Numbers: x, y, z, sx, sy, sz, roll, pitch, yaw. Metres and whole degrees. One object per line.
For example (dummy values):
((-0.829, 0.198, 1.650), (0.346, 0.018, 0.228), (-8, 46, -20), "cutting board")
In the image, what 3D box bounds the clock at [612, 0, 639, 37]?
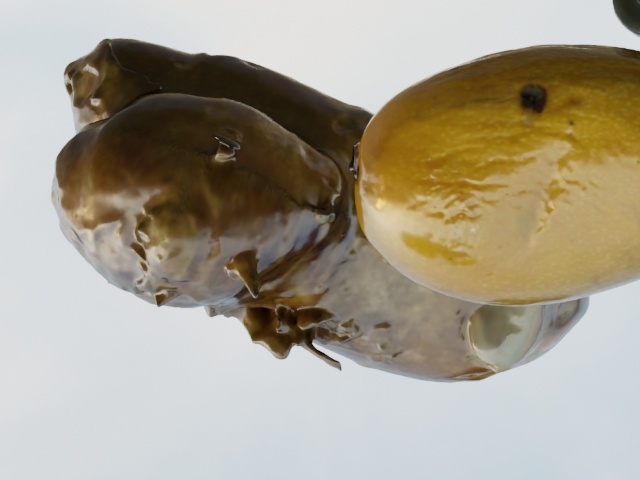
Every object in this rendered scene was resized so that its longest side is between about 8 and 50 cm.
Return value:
((0.362, -0.255, 1.304), (0.279, 0.273, 0.049), (14, -179, 29), "clock")

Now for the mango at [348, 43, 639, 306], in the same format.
((0.147, -0.037, 1.080), (0.262, 0.157, 0.109), (1, -160, 4), "mango")

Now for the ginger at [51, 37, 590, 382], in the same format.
((0.000, 0.000, 1.312), (0.418, 0.176, 0.254), (25, -153, -10), "ginger")
